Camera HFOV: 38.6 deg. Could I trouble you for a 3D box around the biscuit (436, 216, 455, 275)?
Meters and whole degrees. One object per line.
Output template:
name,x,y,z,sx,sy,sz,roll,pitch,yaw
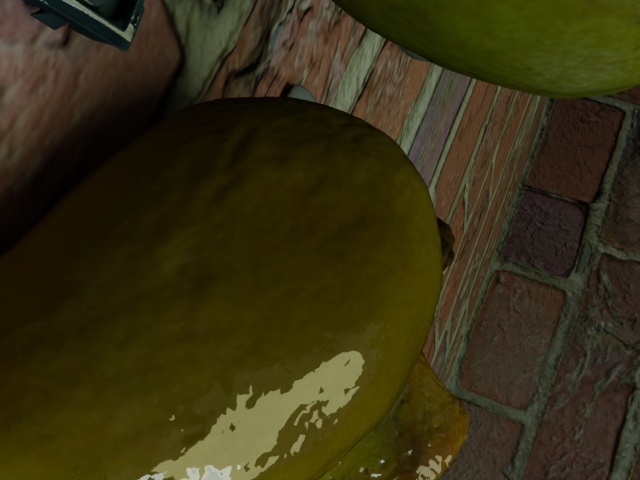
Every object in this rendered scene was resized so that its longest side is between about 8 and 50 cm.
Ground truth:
biscuit,0.055,0.064,0.890,0.208,0.041,0.290,-45,-173,7

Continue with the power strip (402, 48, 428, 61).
power strip,0.100,-0.266,0.914,0.270,0.046,0.118,18,89,-74

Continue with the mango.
mango,-0.046,0.035,0.467,0.142,0.195,0.331,-50,-179,44

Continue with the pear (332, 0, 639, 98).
pear,0.100,-0.252,0.411,0.413,0.352,0.352,79,32,-53

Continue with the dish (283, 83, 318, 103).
dish,0.000,0.000,0.792,0.243,0.080,0.182,61,48,-70

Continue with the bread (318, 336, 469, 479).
bread,0.047,0.198,0.904,0.260,0.160,0.147,-35,177,-31

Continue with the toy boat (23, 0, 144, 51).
toy boat,-0.083,-0.155,0.385,0.055,0.060,0.141,26,75,-50
